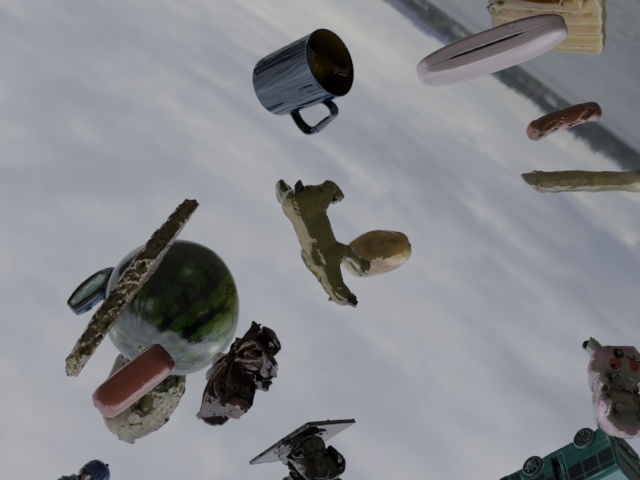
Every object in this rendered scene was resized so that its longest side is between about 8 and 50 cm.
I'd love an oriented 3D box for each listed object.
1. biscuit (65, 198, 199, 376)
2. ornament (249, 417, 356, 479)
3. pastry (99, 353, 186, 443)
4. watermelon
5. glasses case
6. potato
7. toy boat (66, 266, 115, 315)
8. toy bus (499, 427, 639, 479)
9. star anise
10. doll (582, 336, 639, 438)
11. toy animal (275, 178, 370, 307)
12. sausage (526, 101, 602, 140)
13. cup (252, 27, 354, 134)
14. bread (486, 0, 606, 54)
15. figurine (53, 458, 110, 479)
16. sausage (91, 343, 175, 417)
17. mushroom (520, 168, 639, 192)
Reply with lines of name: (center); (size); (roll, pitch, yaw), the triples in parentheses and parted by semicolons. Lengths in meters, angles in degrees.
biscuit: (-0.209, 0.044, 0.999); (0.026, 0.131, 0.237); (34, -150, -5)
ornament: (0.002, 0.436, 1.581); (0.166, 0.153, 0.196); (12, -136, -54)
pastry: (-0.407, 0.325, 2.025); (0.121, 0.257, 0.236); (34, -168, -32)
watermelon: (-0.304, 0.135, 1.848); (0.285, 0.285, 0.285); (33, -163, -11)
glasses case: (0.331, -0.368, 1.744); (0.113, 0.297, 0.075); (0, -106, -71)
potato: (0.133, 0.030, 2.180); (0.118, 0.178, 0.109); (87, 165, -87)
toy boat: (-0.485, 0.106, 1.930); (0.060, 0.137, 0.061); (45, 179, 13)
toy bus: (0.481, 0.476, 1.714); (0.128, 0.256, 0.147); (45, -157, -21)
star anise: (-0.139, 0.246, 1.594); (0.099, 0.214, 0.220); (30, -168, -14)
doll: (0.536, 0.264, 1.604); (0.149, 0.095, 0.192); (22, -129, -8)
toy animal: (0.000, 0.000, 1.355); (0.101, 0.103, 0.218); (-32, -79, -77)
sausage: (0.408, -0.201, 1.487); (0.158, 0.042, 0.036); (-19, -104, -25)
cup: (-0.032, -0.262, 1.503); (0.113, 0.138, 0.150); (12, -109, -45)
bread: (0.461, -0.488, 1.842); (0.246, 0.111, 0.239); (9, 167, 20)
figurine: (-0.531, 0.523, 1.967); (0.136, 0.079, 0.077); (2, 165, -22)
sausage: (-0.326, 0.244, 1.557); (0.062, 0.154, 0.062); (52, 175, 6)
mushroom: (0.312, -0.059, 0.983); (0.187, 0.061, 0.060); (-2, 175, 2)
